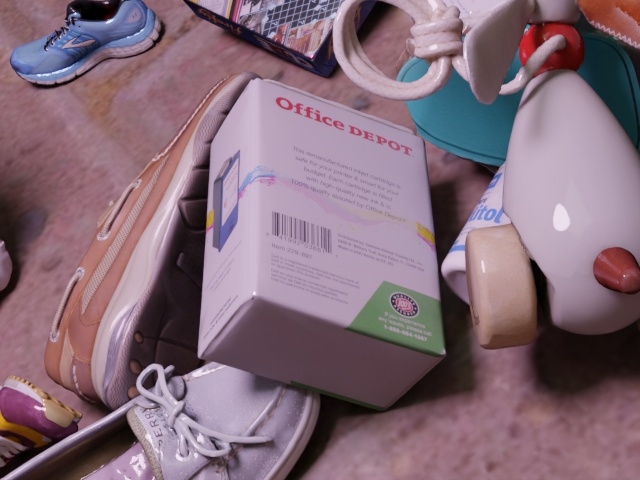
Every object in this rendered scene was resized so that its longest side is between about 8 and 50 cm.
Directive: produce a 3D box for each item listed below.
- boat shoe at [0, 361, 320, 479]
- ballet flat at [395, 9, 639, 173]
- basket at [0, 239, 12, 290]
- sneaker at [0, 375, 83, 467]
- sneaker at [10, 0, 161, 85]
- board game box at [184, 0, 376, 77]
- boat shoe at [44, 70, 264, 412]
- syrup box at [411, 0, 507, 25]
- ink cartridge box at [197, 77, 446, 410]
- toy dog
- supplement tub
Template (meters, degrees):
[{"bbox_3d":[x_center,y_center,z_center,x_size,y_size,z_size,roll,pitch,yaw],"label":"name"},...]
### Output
[{"bbox_3d":[-0.147,0.174,0.950,0.320,0.103,0.118,-31,46,1],"label":"boat shoe"},{"bbox_3d":[0.265,-0.122,0.988,0.409,0.147,0.147,3,55,26],"label":"ballet flat"},{"bbox_3d":[-0.510,-0.039,1.146,0.328,0.266,0.331,21,43,39],"label":"basket"},{"bbox_3d":[-0.253,0.156,1.031,0.185,0.069,0.084,-7,50,53],"label":"sneaker"},{"bbox_3d":[-0.248,-0.216,1.347,0.162,0.073,0.063,-20,47,11],"label":"sneaker"},{"bbox_3d":[0.000,-0.290,1.241,0.165,0.042,0.243,30,83,27],"label":"board game box"},{"bbox_3d":[-0.131,-0.011,1.087,0.116,0.123,0.324,5,54,33],"label":"boat shoe"},{"bbox_3d":[0.197,-0.217,1.103,0.237,0.093,0.096,-31,45,1],"label":"syrup box"},{"bbox_3d":[0.000,0.000,0.974,0.093,0.154,0.212,-49,31,43],"label":"ink cartridge box"},{"bbox_3d":[0.162,-0.075,0.849,0.220,0.161,0.334,-25,88,-6],"label":"toy dog"},{"bbox_3d":[0.142,-0.003,0.970,0.071,0.071,0.107,14,61,35],"label":"supplement tub"}]
